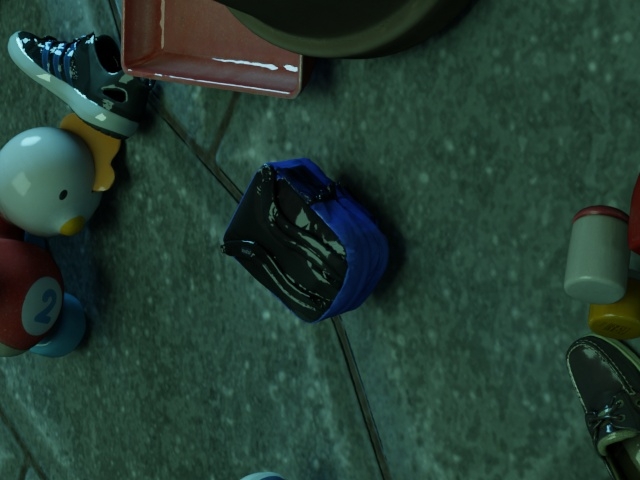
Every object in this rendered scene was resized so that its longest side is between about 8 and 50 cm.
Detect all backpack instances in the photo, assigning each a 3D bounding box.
[{"bbox_3d":[0.000,0.000,1.095,0.120,0.101,0.098,46,129,28],"label":"backpack"}]

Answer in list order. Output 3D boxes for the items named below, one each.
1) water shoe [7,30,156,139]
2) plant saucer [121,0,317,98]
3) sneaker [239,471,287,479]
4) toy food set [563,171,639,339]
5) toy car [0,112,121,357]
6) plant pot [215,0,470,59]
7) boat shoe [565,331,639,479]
[{"bbox_3d":[-0.236,-0.175,1.368,0.203,0.073,0.080,38,100,33],"label":"water shoe"},{"bbox_3d":[-0.082,-0.265,1.189,0.258,0.048,0.259,14,107,46],"label":"plant saucer"},{"bbox_3d":[0.019,0.358,1.120,0.148,0.131,0.350,-17,89,41],"label":"sneaker"},{"bbox_3d":[0.238,-0.021,0.838,0.232,0.111,0.104,-32,41,56],"label":"toy food set"},{"bbox_3d":[-0.289,-0.023,1.378,0.238,0.219,0.210,-39,64,12],"label":"toy car"},{"bbox_3d":[-0.025,-0.255,0.952,0.263,0.229,0.263,5,101,30],"label":"plant pot"},{"bbox_3d":[0.210,0.130,0.921,0.056,0.049,0.152,-51,59,39],"label":"boat shoe"}]
